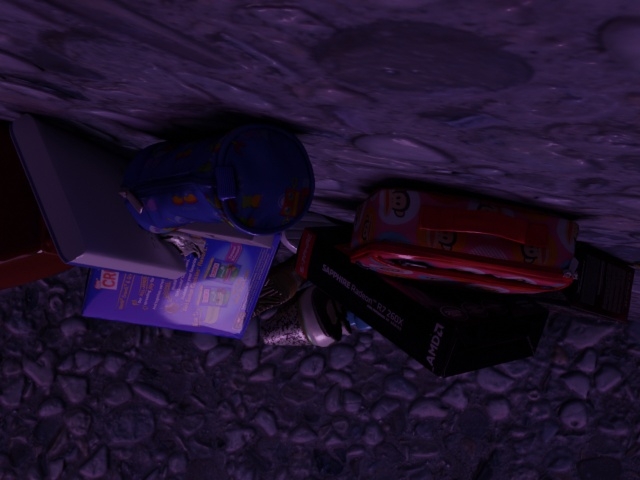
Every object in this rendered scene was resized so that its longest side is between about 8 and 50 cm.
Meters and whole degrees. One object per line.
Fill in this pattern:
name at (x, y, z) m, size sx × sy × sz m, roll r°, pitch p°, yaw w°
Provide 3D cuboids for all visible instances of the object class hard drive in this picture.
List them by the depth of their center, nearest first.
hard drive at (-0.315, -0.050, 1.146) m, size 0.040 × 0.210 × 0.318 m, roll -28°, pitch 168°, yaw 9°

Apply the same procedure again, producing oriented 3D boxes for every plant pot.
plant pot at (-0.504, -0.058, 1.211) m, size 0.235 × 0.268 × 0.267 m, roll -4°, pitch 174°, yaw 6°

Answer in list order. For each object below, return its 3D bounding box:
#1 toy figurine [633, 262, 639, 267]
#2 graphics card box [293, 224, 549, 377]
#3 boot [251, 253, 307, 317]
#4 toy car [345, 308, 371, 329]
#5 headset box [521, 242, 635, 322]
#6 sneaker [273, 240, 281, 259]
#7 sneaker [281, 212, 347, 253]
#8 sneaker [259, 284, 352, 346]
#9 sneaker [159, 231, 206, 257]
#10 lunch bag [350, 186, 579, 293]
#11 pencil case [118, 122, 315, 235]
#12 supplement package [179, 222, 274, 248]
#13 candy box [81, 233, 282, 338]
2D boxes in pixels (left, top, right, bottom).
toy figurine at (0.649, 0.153, 1.223) m, size 0.191 × 0.218 × 0.362 m, roll 12°, pitch 175°, yaw -13°
graphics card box at (0.155, 0.080, 1.272) m, size 0.232 × 0.094 × 0.371 m, roll -2°, pitch -154°, yaw -39°
boot at (-0.081, 0.079, 1.711) m, size 0.236 × 0.089 × 0.269 m, roll -12°, pitch -167°, yaw 33°
toy car at (0.149, 0.077, 1.921) m, size 0.237 × 0.219 × 0.210 m, roll -19°, pitch -176°, yaw -18°
headset box at (0.424, 0.072, 1.416) m, size 0.218 × 0.110 × 0.293 m, roll 7°, pitch 174°, yaw 42°
sneaker at (-0.202, -0.017, 1.629) m, size 0.275 × 0.135 × 0.097 m, roll 14°, pitch 177°, yaw -22°
sneaker at (0.000, 0.000, 1.610) m, size 0.258 × 0.094 × 0.091 m, roll 14°, pitch 170°, yaw -43°
sneaker at (-0.041, 0.169, 1.762) m, size 0.181 × 0.158 × 0.410 m, roll -16°, pitch 174°, yaw 8°
sneaker at (-0.221, 0.007, 1.238) m, size 0.083 × 0.037 × 0.031 m, roll 17°, pitch 176°, yaw -38°
lunch bag at (0.199, 0.000, 1.071) m, size 0.292 × 0.120 × 0.258 m, roll 9°, pitch 172°, yaw -8°
pencil case at (-0.137, -0.067, 0.914) m, size 0.133 × 0.120 × 0.306 m, roll -14°, pitch -171°, yaw -33°
supplement package at (-0.165, -0.056, 1.225) m, size 0.179 × 0.105 × 0.105 m, roll 9°, pitch 175°, yaw 15°
candy box at (-0.266, 0.032, 1.463) m, size 0.317 × 0.268 × 0.122 m, roll 11°, pitch -149°, yaw -21°
